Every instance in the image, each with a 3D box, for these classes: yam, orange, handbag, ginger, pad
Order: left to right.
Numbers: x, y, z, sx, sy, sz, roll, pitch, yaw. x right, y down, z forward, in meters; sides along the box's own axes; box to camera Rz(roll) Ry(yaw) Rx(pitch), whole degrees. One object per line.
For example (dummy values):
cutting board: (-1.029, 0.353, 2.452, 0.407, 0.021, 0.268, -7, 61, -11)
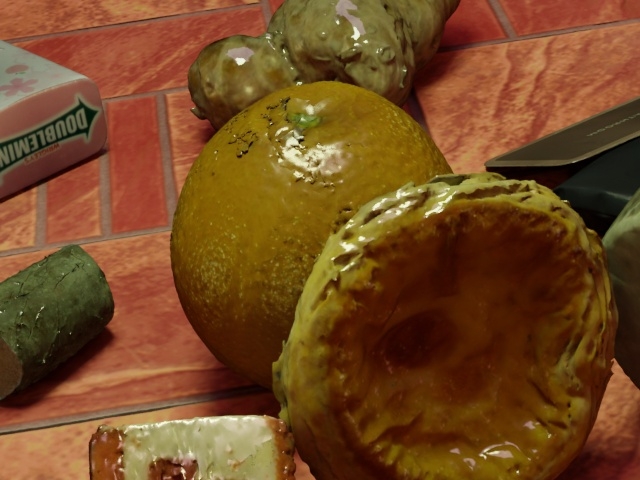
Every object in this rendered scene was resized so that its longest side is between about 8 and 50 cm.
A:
yam: (-0.268, 0.074, 1.639, 0.107, 0.107, 0.183, 15, 35, 33)
orange: (0.000, 0.000, 1.533, 0.274, 0.274, 0.274, -5, 30, 3)
ginger: (0.031, -0.238, 2.036, 0.256, 0.176, 0.375, -3, 26, 39)
pad: (0.316, -0.124, 1.878, 0.266, 0.002, 0.176, -23, 13, -25)
handbag: (0.367, -0.062, 1.742, 0.211, 0.088, 0.254, 9, 29, 40)

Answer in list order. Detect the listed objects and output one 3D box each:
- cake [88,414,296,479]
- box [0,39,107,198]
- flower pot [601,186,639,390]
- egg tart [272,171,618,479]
cake: (-0.085, 0.237, 1.259, 0.158, 0.159, 0.262, -7, 31, -4)
box: (-0.433, -0.169, 2.073, 0.190, 0.112, 0.370, -28, 37, -34)
flower pot: (0.404, 0.001, 1.455, 0.294, 0.293, 0.330, 23, 48, 41)
egg tart: (0.095, 0.081, 1.382, 0.295, 0.294, 0.116, -17, 17, -16)
